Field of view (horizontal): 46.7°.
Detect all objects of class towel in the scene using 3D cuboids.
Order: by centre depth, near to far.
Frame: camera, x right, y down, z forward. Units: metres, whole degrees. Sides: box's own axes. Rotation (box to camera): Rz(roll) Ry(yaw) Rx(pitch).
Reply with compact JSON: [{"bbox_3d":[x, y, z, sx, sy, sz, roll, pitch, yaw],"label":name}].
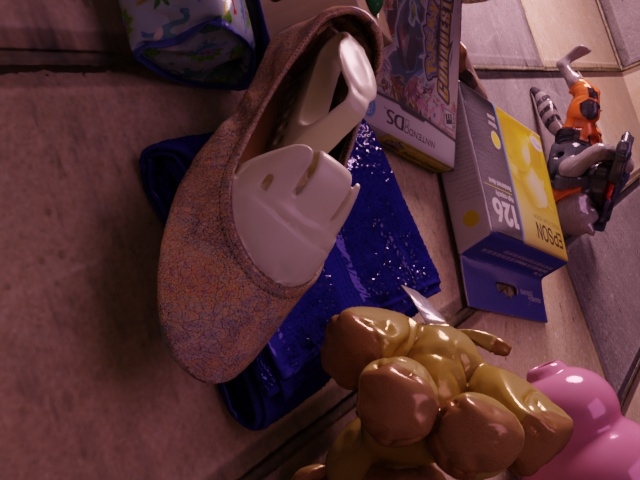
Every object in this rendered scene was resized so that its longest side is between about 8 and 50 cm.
[{"bbox_3d":[0.000,0.000,0.653,0.308,0.076,0.228,-23,94,-57],"label":"towel"}]

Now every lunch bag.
[{"bbox_3d":[-0.099,-0.198,0.601,0.151,0.096,0.129,14,61,-78],"label":"lunch bag"}]

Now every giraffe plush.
[{"bbox_3d":[0.061,0.152,0.573,0.181,0.171,0.210,22,16,-8],"label":"giraffe plush"}]

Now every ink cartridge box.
[{"bbox_3d":[0.274,-0.046,1.086,0.303,0.072,0.307,15,60,-53],"label":"ink cartridge box"}]

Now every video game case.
[{"bbox_3d":[0.101,-0.243,0.901,0.248,0.035,0.275,16,76,-51],"label":"video game case"}]

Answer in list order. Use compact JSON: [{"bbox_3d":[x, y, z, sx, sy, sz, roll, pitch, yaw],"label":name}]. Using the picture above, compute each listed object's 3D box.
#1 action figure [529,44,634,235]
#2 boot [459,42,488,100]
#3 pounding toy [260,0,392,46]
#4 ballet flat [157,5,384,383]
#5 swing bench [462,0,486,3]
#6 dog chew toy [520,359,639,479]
[{"bbox_3d":[0.485,-0.144,1.415,0.341,0.178,0.330,70,27,-58],"label":"action figure"},{"bbox_3d":[0.219,-0.248,1.133,0.087,0.042,0.118,47,21,-55],"label":"boot"},{"bbox_3d":[0.008,-0.231,0.707,0.130,0.141,0.100,3,71,-69],"label":"pounding toy"},{"bbox_3d":[-0.020,-0.056,0.504,0.107,0.106,0.316,39,48,-32],"label":"ballet flat"},{"bbox_3d":[0.191,-0.480,0.989,0.253,0.165,0.255,136,-58,-78],"label":"swing bench"},{"bbox_3d":[0.338,0.306,0.894,0.206,0.206,0.332,-7,71,-56],"label":"dog chew toy"}]
